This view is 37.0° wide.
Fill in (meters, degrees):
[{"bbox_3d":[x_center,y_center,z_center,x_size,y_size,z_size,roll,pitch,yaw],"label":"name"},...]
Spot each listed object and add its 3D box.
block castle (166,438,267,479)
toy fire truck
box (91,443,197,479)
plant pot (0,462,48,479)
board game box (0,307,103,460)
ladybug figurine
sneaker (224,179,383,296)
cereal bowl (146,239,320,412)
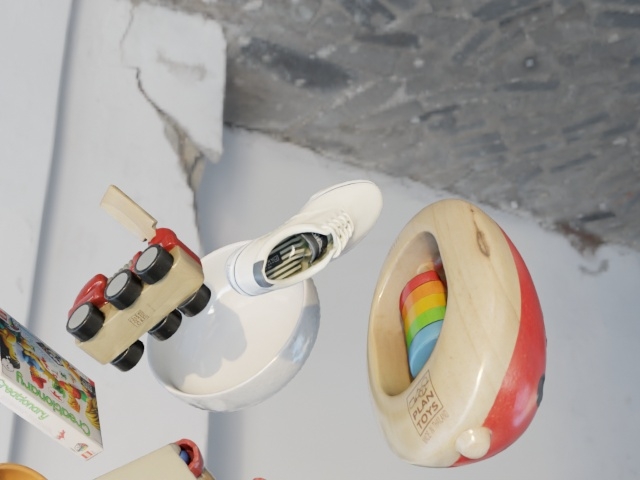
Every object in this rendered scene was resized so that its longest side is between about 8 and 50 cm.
[{"bbox_3d":[-0.287,0.629,1.831,0.303,0.453,0.213,17,149,36],"label":"block castle"},{"bbox_3d":[-0.310,0.046,1.525,0.217,0.246,0.158,-40,122,9],"label":"toy fire truck"},{"bbox_3d":[-0.305,0.401,1.337,0.275,0.113,0.094,-20,124,-25],"label":"box"},{"bbox_3d":[-0.586,0.545,1.622,0.203,0.291,0.291,-22,145,24],"label":"plant pot"},{"bbox_3d":[-0.548,0.284,1.883,0.053,0.193,0.305,-32,132,7],"label":"board game box"},{"bbox_3d":[0.185,0.128,1.282,0.162,0.449,0.305,22,123,-16],"label":"ladybug figurine"},{"bbox_3d":[0.000,0.000,1.243,0.091,0.258,0.094,3,123,54],"label":"sneaker"},{"bbox_3d":[-0.142,0.172,1.750,0.339,0.339,0.141,-16,135,22],"label":"cereal bowl"}]
